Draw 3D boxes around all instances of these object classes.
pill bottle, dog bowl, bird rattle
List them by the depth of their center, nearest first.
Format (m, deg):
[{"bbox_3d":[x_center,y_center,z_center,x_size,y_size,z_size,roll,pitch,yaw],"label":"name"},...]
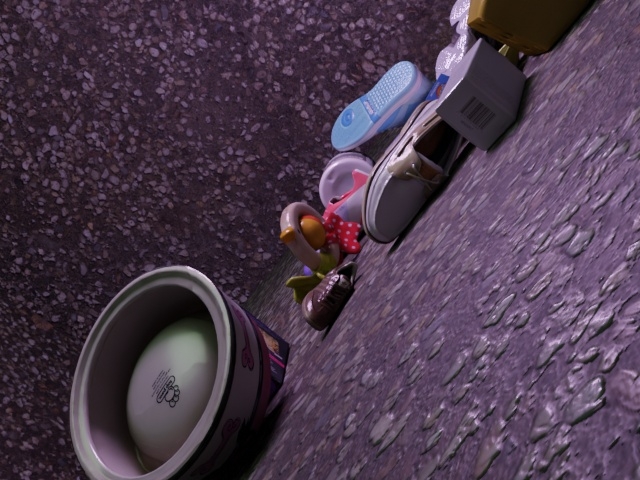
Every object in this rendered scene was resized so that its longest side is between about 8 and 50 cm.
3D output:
[{"bbox_3d":[-0.258,0.257,1.603,0.408,0.150,0.407,-18,59,33],"label":"dog bowl"},{"bbox_3d":[0.000,0.000,1.931,0.143,0.207,0.253,-27,28,33],"label":"bird rattle"},{"bbox_3d":[0.083,-0.155,2.416,0.161,0.161,0.283,-51,4,11],"label":"pill bottle"}]

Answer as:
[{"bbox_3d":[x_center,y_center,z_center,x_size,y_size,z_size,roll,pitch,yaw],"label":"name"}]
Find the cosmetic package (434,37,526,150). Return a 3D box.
[{"bbox_3d":[0.283,-0.258,1.575,0.085,0.117,0.231,-48,5,31],"label":"cosmetic package"}]

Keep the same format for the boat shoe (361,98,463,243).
[{"bbox_3d":[0.174,-0.133,1.666,0.103,0.113,0.302,4,67,65],"label":"boat shoe"}]

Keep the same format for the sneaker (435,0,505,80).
[{"bbox_3d":[0.357,-0.424,2.036,0.101,0.153,0.268,-17,53,56],"label":"sneaker"}]

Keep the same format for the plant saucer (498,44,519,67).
[{"bbox_3d":[0.340,-0.312,1.855,0.188,0.045,0.188,-48,6,38],"label":"plant saucer"}]

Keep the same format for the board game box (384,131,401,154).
[{"bbox_3d":[0.274,-0.296,2.233,0.316,0.064,0.242,-50,5,19],"label":"board game box"}]

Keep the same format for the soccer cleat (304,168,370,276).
[{"bbox_3d":[0.043,-0.036,2.173,0.318,0.116,0.108,-49,6,28],"label":"soccer cleat"}]

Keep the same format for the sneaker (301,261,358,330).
[{"bbox_3d":[0.021,0.097,1.715,0.071,0.066,0.188,-48,7,31],"label":"sneaker"}]

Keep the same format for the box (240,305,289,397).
[{"bbox_3d":[-0.171,0.263,1.824,0.165,0.143,0.270,-51,4,8],"label":"box"}]

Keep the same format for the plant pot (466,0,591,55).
[{"bbox_3d":[0.386,-0.463,1.686,0.187,0.212,0.212,-63,4,6],"label":"plant pot"}]

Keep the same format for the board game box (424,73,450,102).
[{"bbox_3d":[0.223,-0.222,1.887,0.160,0.047,0.210,-59,-11,-51],"label":"board game box"}]

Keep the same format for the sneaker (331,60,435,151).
[{"bbox_3d":[0.195,-0.325,2.429,0.319,0.208,0.127,-38,53,30],"label":"sneaker"}]
